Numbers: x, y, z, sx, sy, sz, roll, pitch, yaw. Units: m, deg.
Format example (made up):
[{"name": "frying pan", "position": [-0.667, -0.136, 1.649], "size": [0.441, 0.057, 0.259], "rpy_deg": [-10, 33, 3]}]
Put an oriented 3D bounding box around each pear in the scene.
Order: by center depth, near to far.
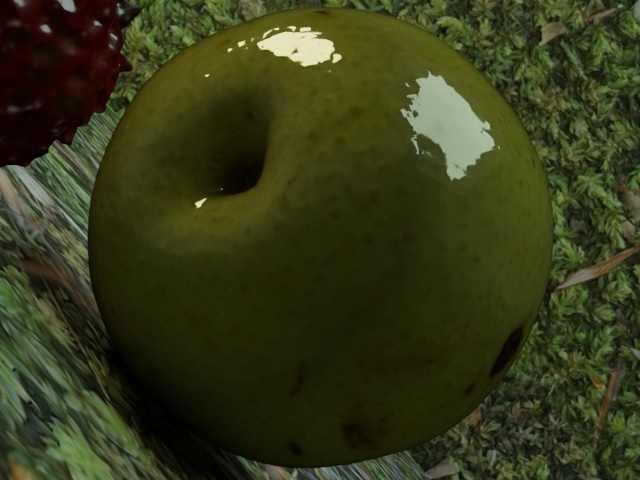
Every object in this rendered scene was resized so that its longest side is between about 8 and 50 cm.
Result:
[{"name": "pear", "position": [0.000, 0.000, 0.989], "size": [0.348, 0.348, 0.348], "rpy_deg": [49, 0, 0]}]

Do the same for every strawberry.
[{"name": "strawberry", "position": [-0.242, -0.146, 0.795], "size": [0.205, 0.205, 0.244], "rpy_deg": [50, 24, 26]}]
